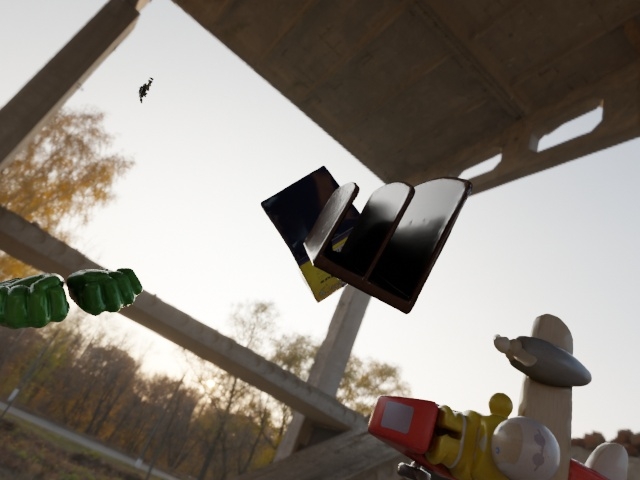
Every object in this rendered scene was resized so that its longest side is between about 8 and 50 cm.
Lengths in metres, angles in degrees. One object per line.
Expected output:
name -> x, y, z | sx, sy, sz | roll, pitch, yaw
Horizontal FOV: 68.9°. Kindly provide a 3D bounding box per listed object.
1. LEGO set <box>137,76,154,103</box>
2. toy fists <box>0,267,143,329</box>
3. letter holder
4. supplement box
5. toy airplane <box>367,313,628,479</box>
LEGO set -> -0.379, -0.327, 1.002 | 0.023, 0.054, 0.083 | 21, -30, -25
toy fists -> -0.492, 0.105, 0.909 | 0.142, 0.096, 0.279 | 11, 12, 43
letter holder -> 0.092, -0.038, 0.763 | 0.152, 0.214, 0.302 | 28, 2, -6
supplement box -> 0.000, 0.000, 1.275 | 0.194, 0.195, 0.356 | 56, -6, 24
toy airplane -> 0.308, 0.339, 0.696 | 0.384, 0.386, 0.272 | -24, -31, -5
